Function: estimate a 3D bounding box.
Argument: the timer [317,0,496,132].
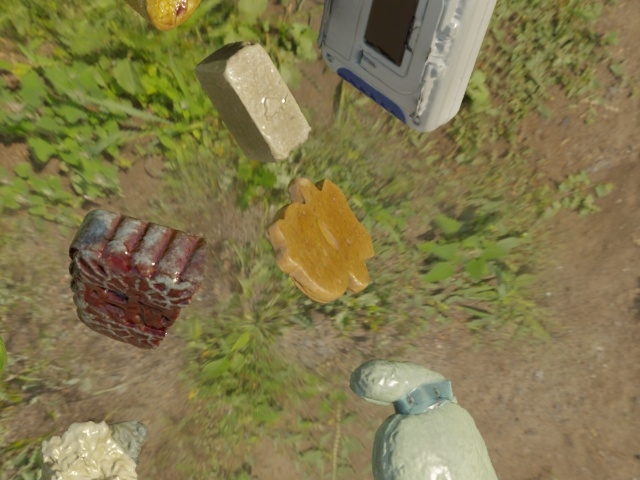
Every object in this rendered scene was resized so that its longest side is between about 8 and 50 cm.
[{"bbox_3d":[0.087,-0.245,1.037,0.178,0.253,0.078,39,53,22],"label":"timer"}]

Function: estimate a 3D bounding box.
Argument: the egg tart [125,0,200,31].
[{"bbox_3d":[-0.311,-0.520,1.894,0.147,0.202,0.202,34,84,18],"label":"egg tart"}]

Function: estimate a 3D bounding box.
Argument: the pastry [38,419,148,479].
[{"bbox_3d":[-0.239,0.285,0.978,0.089,0.121,0.258,51,126,36],"label":"pastry"}]

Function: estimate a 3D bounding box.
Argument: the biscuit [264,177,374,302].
[{"bbox_3d":[0.002,0.003,1.009,0.027,0.184,0.133,-27,110,26],"label":"biscuit"}]

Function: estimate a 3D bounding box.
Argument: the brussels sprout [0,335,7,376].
[{"bbox_3d":[-0.542,0.163,1.480,0.155,0.155,0.117,40,92,0],"label":"brussels sprout"}]

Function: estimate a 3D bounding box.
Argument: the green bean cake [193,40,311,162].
[{"bbox_3d":[-0.102,-0.209,1.511,0.085,0.109,0.179,-41,114,-21],"label":"green bean cake"}]

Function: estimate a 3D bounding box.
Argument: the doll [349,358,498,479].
[{"bbox_3d":[0.090,0.180,0.761,0.103,0.071,0.214,-32,100,-34],"label":"doll"}]

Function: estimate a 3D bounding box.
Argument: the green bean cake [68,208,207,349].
[{"bbox_3d":[-0.265,0.068,1.454,0.198,0.233,0.097,19,51,1],"label":"green bean cake"}]
